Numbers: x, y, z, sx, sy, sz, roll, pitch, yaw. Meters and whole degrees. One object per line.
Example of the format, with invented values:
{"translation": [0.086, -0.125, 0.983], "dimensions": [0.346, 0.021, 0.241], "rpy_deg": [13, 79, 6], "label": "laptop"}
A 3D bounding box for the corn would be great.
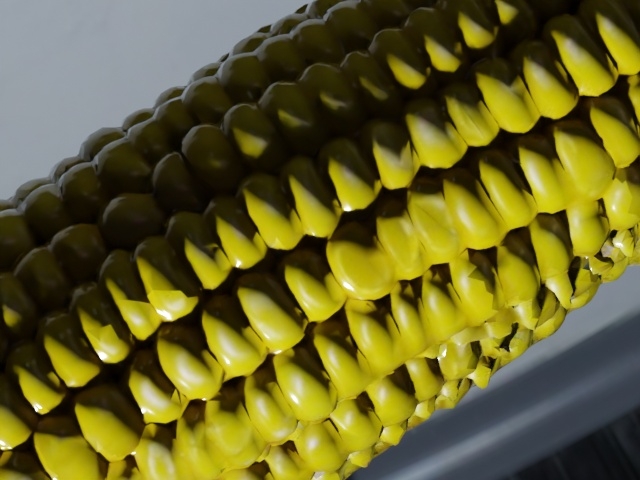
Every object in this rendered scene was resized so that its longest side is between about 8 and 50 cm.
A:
{"translation": [0.000, 0.000, 0.466], "dimensions": [0.318, 0.115, 0.115], "rpy_deg": [-34, 128, -1], "label": "corn"}
